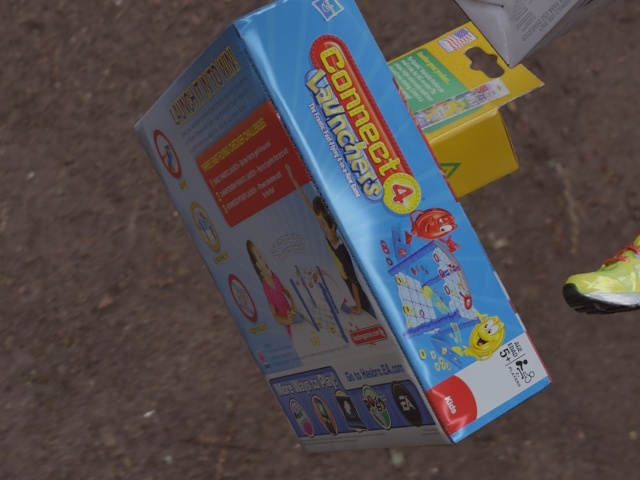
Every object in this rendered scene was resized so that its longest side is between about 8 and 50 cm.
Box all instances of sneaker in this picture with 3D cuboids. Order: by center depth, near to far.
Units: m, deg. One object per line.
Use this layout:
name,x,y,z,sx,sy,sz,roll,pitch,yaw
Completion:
sneaker,0.323,0.019,1.512,0.208,0.081,0.094,-9,88,-26

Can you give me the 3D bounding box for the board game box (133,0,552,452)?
board game box,0.000,0.000,1.118,0.086,0.308,0.302,-28,91,-20

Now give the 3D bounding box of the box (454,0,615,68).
box,0.265,-0.278,1.344,0.290,0.169,0.087,-34,83,-37

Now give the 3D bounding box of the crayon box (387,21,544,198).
crayon box,0.065,-0.098,1.631,0.323,0.203,0.083,-27,121,-4
